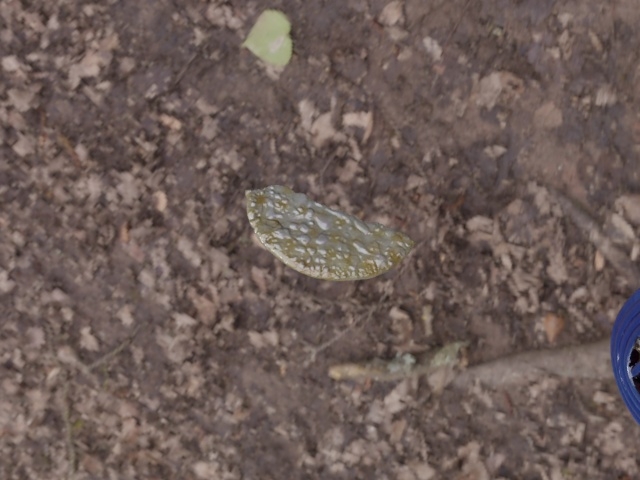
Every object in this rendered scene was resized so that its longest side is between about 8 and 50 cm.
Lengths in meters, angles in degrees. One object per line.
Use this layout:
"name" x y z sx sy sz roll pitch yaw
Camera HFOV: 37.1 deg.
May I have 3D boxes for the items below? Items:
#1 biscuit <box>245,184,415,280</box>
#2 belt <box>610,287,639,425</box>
"biscuit" 0.000 0.001 1.535 0.289 0.141 0.038 22 144 2
"belt" 0.449 0.131 1.069 0.117 0.213 0.347 -10 165 -11
